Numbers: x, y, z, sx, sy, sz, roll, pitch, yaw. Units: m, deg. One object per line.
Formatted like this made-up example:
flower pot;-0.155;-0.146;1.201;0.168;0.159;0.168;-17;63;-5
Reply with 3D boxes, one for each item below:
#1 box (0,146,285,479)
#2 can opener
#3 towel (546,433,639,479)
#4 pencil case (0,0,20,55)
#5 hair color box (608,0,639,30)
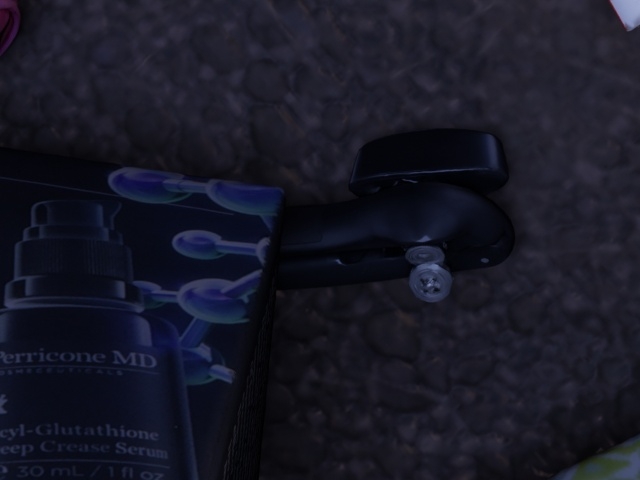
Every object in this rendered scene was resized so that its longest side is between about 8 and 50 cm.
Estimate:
box;-0.185;0.134;0.668;0.293;0.395;0.212;8;118;2
can opener;0.000;0.000;0.828;0.186;0.073;0.059;-11;136;15
towel;0.245;0.183;0.687;0.374;0.320;0.090;-26;134;8
pencil case;-0.245;-0.142;0.825;0.209;0.095;0.098;40;68;4
hair color box;0.130;-0.169;0.775;0.072;0.043;0.141;-29;92;13
